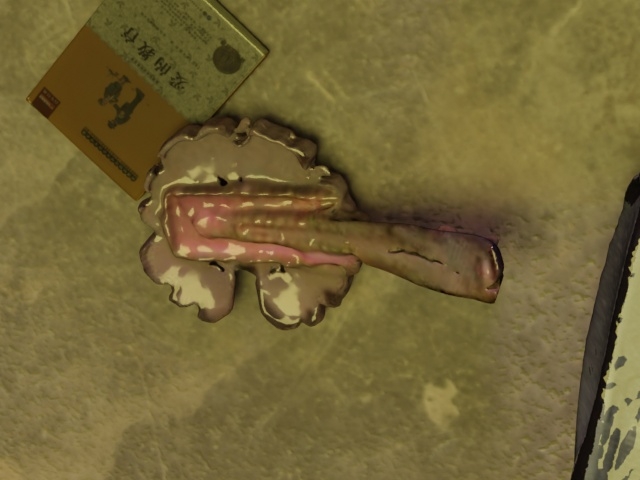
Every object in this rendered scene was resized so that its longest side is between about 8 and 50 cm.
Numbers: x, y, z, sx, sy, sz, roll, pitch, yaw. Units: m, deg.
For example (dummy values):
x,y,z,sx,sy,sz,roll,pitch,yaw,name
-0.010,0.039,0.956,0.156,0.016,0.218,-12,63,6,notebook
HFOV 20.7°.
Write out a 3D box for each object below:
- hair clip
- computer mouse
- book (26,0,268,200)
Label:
x,y,z,sx,sy,sz,roll,pitch,yaw,name
0.005,-0.002,1.281,0.300,0.069,0.173,9,116,27,hair clip
0.281,0.058,1.186,0.203,0.114,0.374,22,112,12,computer mouse
-0.131,-0.123,1.309,0.118,0.012,0.172,43,121,-2,book
